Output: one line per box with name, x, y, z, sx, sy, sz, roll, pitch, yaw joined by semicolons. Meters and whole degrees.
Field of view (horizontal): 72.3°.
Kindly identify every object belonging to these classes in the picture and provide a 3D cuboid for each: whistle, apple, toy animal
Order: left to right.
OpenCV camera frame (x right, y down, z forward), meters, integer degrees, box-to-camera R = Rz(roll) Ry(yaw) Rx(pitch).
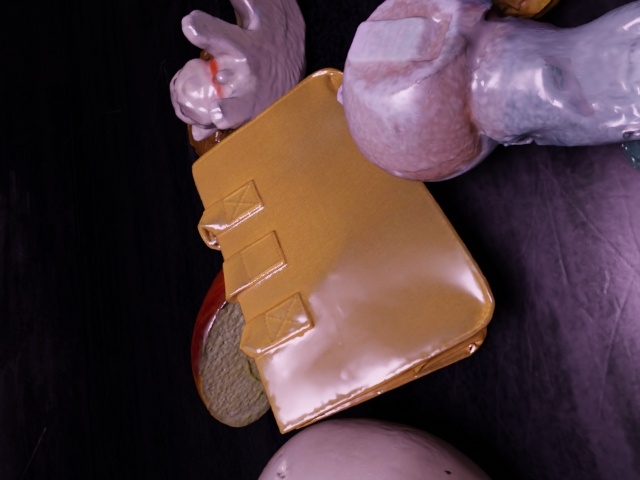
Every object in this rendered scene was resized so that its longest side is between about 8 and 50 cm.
toy animal;-0.144;-0.321;0.720;0.188;0.266;0.307;-15;97;53
apple;-0.113;0.133;0.746;0.254;0.179;0.345;-100;23;-75
whistle;0.159;-0.133;0.392;0.348;0.189;0.189;13;100;40

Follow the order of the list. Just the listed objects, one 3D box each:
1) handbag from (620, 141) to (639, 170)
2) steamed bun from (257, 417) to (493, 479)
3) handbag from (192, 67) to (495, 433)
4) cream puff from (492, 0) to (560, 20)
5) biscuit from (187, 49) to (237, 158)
handbag;0.361;-0.180;0.273;0.239;0.089;0.326;23;107;44
steamed bun;0.073;0.343;0.474;0.325;0.206;0.324;12;114;29
handbag;0.000;0.000;0.563;0.283;0.133;0.400;-27;65;5
cream puff;0.176;-0.298;0.446;0.189;0.130;0.188;1;92;51
biscuit;-0.203;-0.286;0.901;0.296;0.075;0.295;-2;87;47
